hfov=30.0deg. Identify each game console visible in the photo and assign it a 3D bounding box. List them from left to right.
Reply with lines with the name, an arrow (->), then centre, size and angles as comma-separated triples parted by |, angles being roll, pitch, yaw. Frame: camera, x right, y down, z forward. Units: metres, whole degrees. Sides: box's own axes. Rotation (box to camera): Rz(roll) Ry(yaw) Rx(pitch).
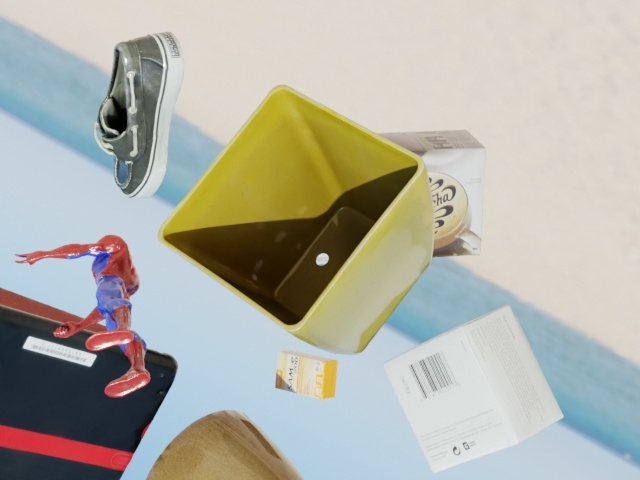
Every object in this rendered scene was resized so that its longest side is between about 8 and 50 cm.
game console -> -0.409, 0.252, 1.549 | 0.387, 0.342, 0.060 | 22, -171, -41

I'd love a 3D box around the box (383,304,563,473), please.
box -> 0.216, 0.214, 1.712 | 0.119, 0.181, 0.181 | -19, -99, -43

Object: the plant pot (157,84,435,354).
plant pot -> 0.000, 0.000, 1.259 | 0.212, 0.212, 0.187 | 32, 170, 34

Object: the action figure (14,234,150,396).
action figure -> -0.265, 0.074, 1.321 | 0.280, 0.139, 0.091 | -108, 4, -64

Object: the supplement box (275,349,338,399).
supplement box -> -0.023, 0.213, 1.896 | 0.098, 0.062, 0.036 | 7, -175, 38

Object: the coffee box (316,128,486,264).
coffee box -> 0.080, -0.065, 1.742 | 0.297, 0.168, 0.119 | -3, -160, -9

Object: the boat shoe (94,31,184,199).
boat shoe -> -0.197, -0.124, 1.228 | 0.070, 0.219, 0.077 | -14, -126, -29

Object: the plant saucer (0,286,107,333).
plant saucer -> -0.463, 0.219, 1.832 | 0.259, 0.258, 0.047 | 23, -167, -23

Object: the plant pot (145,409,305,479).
plant pot -> -0.094, 0.411, 1.722 | 0.254, 0.237, 0.237 | 31, 179, 35
